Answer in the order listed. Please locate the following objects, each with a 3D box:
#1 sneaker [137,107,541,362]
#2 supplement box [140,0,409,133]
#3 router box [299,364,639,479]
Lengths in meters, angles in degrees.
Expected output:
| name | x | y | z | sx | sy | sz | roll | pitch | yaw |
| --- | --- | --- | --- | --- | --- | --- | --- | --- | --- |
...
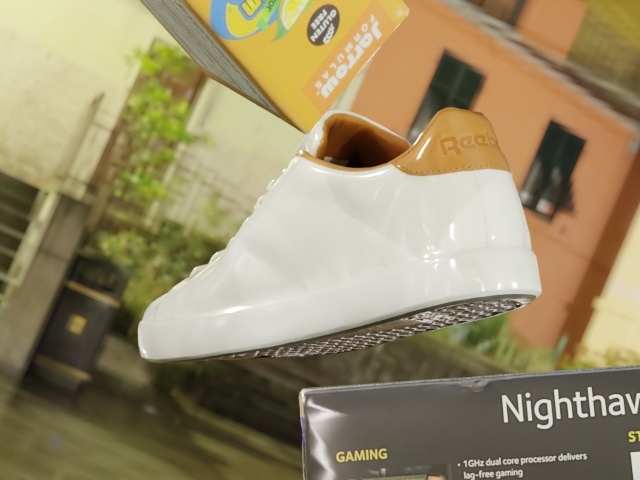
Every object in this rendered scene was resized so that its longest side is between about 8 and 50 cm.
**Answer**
| name | x | y | z | sx | sy | sz | roll | pitch | yaw |
| --- | --- | --- | --- | --- | --- | --- | --- | --- | --- |
| sneaker | 0.000 | 0.000 | 0.875 | 0.106 | 0.123 | 0.290 | 1 | -13 | -44 |
| supplement box | -0.055 | -0.138 | 0.591 | 0.080 | 0.078 | 0.233 | 35 | -7 | 37 |
| router box | 0.152 | 0.163 | 0.515 | 0.309 | 0.243 | 0.081 | -4 | -16 | 4 |
